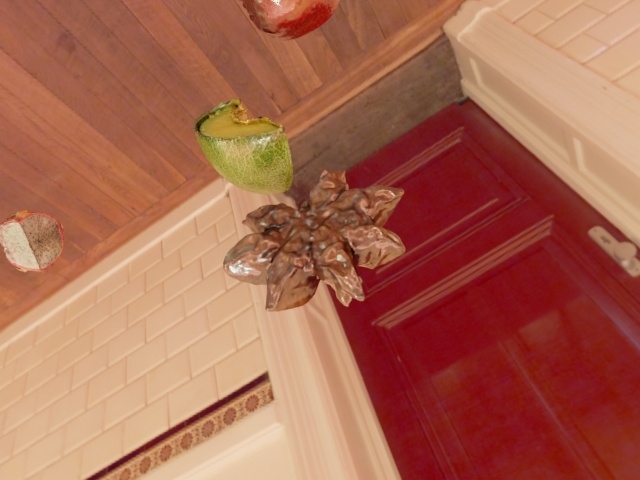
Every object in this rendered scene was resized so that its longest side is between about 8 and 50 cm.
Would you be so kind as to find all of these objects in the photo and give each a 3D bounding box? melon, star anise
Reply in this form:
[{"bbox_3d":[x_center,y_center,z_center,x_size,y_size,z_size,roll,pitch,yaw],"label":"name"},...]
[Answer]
[{"bbox_3d":[-0.156,-0.162,0.908,0.129,0.265,0.169,-28,126,-17],"label":"melon"},{"bbox_3d":[-0.007,-0.012,0.747,0.315,0.315,0.108,-23,138,1],"label":"star anise"}]

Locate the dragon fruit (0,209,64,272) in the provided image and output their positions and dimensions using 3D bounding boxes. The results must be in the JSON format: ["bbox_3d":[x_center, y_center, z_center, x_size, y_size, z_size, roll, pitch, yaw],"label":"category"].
[{"bbox_3d":[-0.377,-0.005,0.605,0.056,0.060,0.083,-1,119,22],"label":"dragon fruit"}]

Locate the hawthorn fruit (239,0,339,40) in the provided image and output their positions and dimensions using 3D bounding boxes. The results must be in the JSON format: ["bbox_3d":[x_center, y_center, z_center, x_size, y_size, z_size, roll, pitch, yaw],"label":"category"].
[{"bbox_3d":[-0.041,-0.401,0.687,0.188,0.169,0.169,-42,133,14],"label":"hawthorn fruit"}]
